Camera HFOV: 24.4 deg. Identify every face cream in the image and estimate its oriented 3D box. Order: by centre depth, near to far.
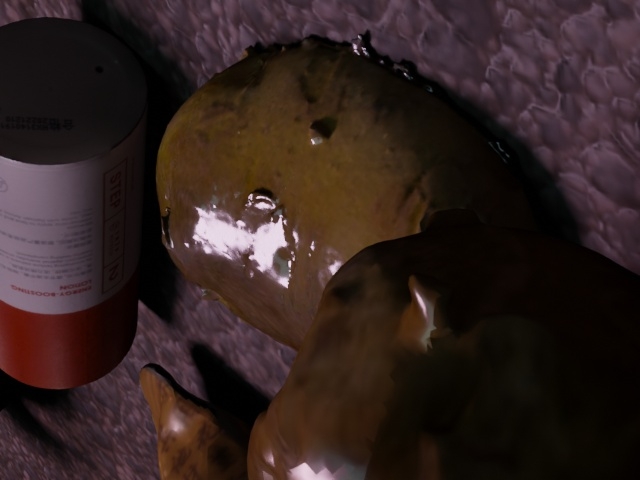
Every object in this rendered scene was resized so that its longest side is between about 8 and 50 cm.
[{"bbox_3d":[-0.143,-0.012,0.798,0.096,0.096,0.214,43,150,21],"label":"face cream"}]

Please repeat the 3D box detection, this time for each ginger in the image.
[{"bbox_3d":[0.105,0.140,0.533,0.274,0.152,0.357,17,147,7],"label":"ginger"}]

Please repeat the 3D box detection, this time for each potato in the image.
[{"bbox_3d":[0.000,0.000,0.612,0.200,0.081,0.164,22,137,42],"label":"potato"}]

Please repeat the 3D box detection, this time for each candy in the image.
[{"bbox_3d":[-0.019,0.177,0.811,0.271,0.101,0.143,34,139,44],"label":"candy"}]

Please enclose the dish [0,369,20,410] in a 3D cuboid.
[{"bbox_3d":[-0.287,0.101,1.096,0.273,0.134,0.273,-8,-90,-87],"label":"dish"}]
